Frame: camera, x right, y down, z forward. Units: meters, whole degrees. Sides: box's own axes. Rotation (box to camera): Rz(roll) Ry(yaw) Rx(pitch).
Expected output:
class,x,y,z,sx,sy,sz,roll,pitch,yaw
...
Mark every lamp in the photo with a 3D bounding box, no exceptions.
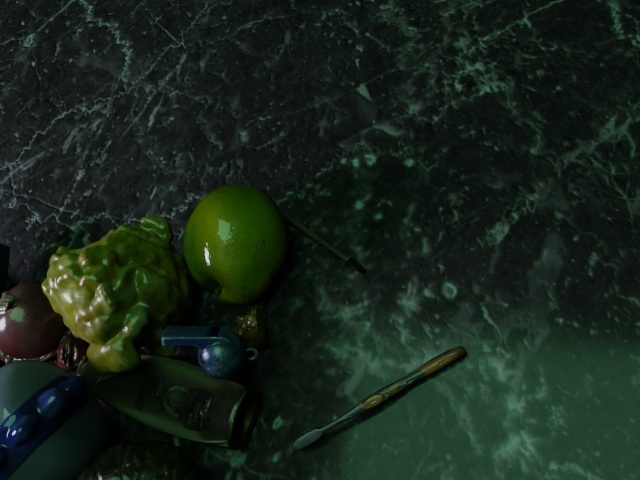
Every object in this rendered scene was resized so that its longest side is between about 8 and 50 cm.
class,x,y,z,sx,sy,sz,roll,pitch,yaw
lamp,-0.527,0.149,1.432,0.223,0.151,0.215,25,80,-16

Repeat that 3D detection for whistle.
class,x,y,z,sx,sy,sz,roll,pitch,yaw
whistle,-0.182,0.188,1.233,0.158,0.090,0.090,0,65,0

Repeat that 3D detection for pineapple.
class,x,y,z,sx,sy,sz,roll,pitch,yaw
pineapple,-0.118,0.148,1.320,0.077,0.114,0.114,18,50,-11

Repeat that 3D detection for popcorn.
class,x,y,z,sx,sy,sz,roll,pitch,yaw
popcorn,-0.335,0.091,1.315,0.235,0.241,0.250,-2,25,47

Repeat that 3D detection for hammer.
class,x,y,z,sx,sy,sz,roll,pitch,yaw
hammer,0.000,0.000,1.344,0.199,0.062,0.013,34,85,35

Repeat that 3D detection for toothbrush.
class,x,y,z,sx,sy,sz,roll,pitch,yaw
toothbrush,0.094,0.255,1.198,0.321,0.031,0.023,-31,88,6

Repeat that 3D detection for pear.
class,x,y,z,sx,sy,sz,roll,pitch,yaw
pear,-0.154,0.011,1.324,0.188,0.187,0.219,0,68,21

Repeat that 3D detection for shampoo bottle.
class,x,y,z,sx,sy,sz,roll,pitch,yaw
shampoo bottle,-0.277,0.267,1.305,0.350,0.084,0.125,12,74,26

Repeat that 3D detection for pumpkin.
class,x,y,z,sx,sy,sz,roll,pitch,yaw
pumpkin,-0.289,0.427,1.173,0.224,0.157,0.223,0,89,-3

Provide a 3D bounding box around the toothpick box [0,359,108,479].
class,x,y,z,sx,sy,sz,roll,pitch,yaw
toothpick box,-0.514,0.357,1.225,0.354,0.263,0.263,-47,59,5

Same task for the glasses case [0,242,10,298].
class,x,y,z,sx,sy,sz,roll,pitch,yaw
glasses case,-0.679,0.148,1.456,0.070,0.117,0.300,-2,77,4
